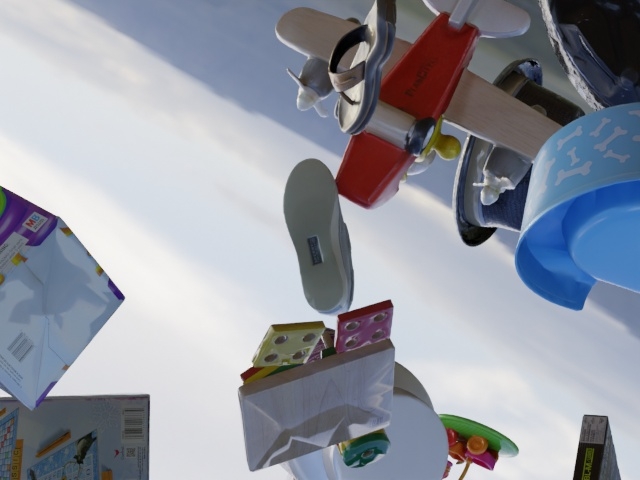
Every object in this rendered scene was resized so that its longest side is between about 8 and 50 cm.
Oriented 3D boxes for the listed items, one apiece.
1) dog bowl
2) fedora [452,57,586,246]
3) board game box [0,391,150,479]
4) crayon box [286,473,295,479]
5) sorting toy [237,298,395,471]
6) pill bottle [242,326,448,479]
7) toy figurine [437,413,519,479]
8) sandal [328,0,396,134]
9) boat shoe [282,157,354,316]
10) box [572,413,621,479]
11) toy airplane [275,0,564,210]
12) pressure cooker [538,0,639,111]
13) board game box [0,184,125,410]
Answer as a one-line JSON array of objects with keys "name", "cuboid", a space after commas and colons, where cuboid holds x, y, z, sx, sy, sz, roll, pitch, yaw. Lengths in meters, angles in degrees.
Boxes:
[{"name": "dog bowl", "cuboid": [0.265, -0.004, 0.969, 0.297, 0.166, 0.074, 17, -126, -24]}, {"name": "fedora", "cuboid": [0.348, -0.128, 2.413, 0.152, 0.334, 0.334, 21, -175, 25]}, {"name": "board game box", "cuboid": [-0.393, 0.367, 1.976, 0.318, 0.318, 0.066, 2, 178, -18]}, {"name": "crayon box", "cuboid": [-0.009, 0.476, 2.080, 0.081, 0.165, 0.278, 7, -143, -14]}, {"name": "sorting toy", "cuboid": [-0.008, 0.121, 1.217, 0.274, 0.132, 0.046, 89, 160, -55]}, {"name": "pill bottle", "cuboid": [0.026, 0.197, 1.590, 0.169, 0.169, 0.301, 26, 178, -18]}, {"name": "toy figurine", "cuboid": [0.170, 0.336, 2.035, 0.173, 0.159, 0.130, 12, 157, 34]}, {"name": "sandal", "cuboid": [0.042, -0.209, 1.710, 0.060, 0.090, 0.219, 3, 151, -10]}, {"name": "boat shoe", "cuboid": [0.001, 0.000, 2.032, 0.079, 0.227, 0.081, -13, 162, 13]}, {"name": "box", "cuboid": [0.402, 0.382, 2.126, 0.045, 0.190, 0.184, 2, 140, 19]}, {"name": "toy airplane", "cuboid": [0.153, -0.217, 2.192, 0.384, 0.272, 0.386, -12, -123, -14]}, {"name": "pressure cooker", "cuboid": [0.408, -0.225, 1.316, 0.370, 0.375, 0.420, 43, -165, 20]}, {"name": "board game box", "cuboid": [-0.348, 0.020, 1.389, 0.275, 0.142, 0.144, 25, 158, 35]}]
